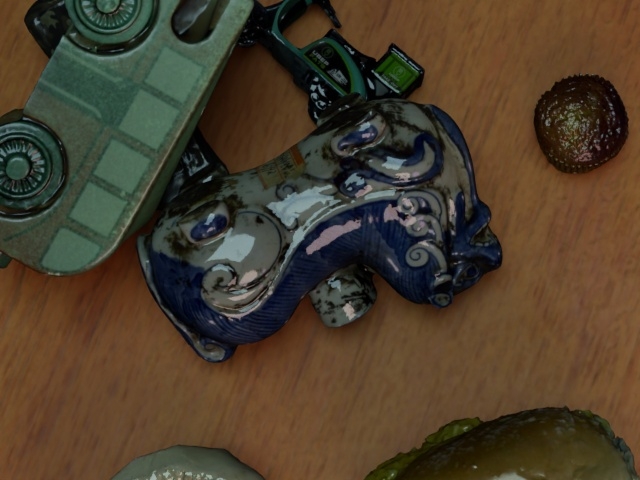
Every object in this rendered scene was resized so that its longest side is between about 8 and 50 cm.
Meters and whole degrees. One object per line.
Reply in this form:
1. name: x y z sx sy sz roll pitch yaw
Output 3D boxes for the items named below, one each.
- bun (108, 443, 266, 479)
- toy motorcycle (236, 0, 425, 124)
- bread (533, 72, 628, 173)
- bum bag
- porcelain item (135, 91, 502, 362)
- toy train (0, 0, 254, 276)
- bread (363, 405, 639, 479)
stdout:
1. bun: -0.104 0.254 1.327 0.183 0.102 0.183 0 89 8
2. toy motorcycle: -0.002 -0.169 1.440 0.173 0.058 0.100 42 76 10
3. bread: 0.223 -0.101 1.407 0.085 0.053 0.085 -1 77 4
4. bum bag: -0.172 -0.129 1.437 0.102 0.069 0.248 -24 79 -17
5. porcelain item: 0.000 0.000 1.368 0.288 0.138 0.186 -28 108 1
6. toy train: -0.177 -0.109 1.344 0.159 0.129 0.326 29 96 -8
7. bread: 0.150 0.217 1.270 0.246 0.195 0.176 -16 83 -1
